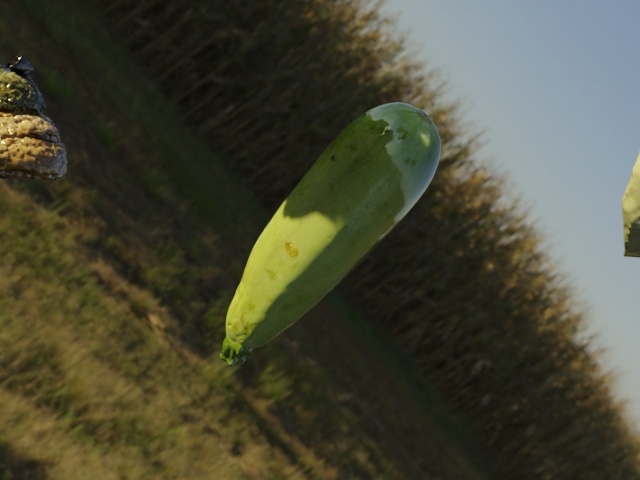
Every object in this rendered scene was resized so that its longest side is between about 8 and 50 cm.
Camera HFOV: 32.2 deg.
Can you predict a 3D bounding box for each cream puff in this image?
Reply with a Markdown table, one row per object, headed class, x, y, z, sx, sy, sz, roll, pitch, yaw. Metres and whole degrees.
| class | x | y | z | sx | sy | sz | roll | pitch | yaw |
| --- | --- | --- | --- | --- | --- | --- | --- | --- | --- |
| cream puff | -0.436 | -0.167 | 1.514 | 0.183 | 0.183 | 0.169 | -28 | 119 | -85 |

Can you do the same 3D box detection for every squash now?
| class | x | y | z | sx | sy | sz | roll | pitch | yaw |
| --- | --- | --- | --- | --- | --- | --- | --- | --- | --- |
| squash | -0.002 | -0.005 | 1.245 | 0.118 | 0.370 | 0.118 | 33 | 23 | -16 |

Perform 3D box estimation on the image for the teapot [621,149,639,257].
| class | x | y | z | sx | sy | sz | roll | pitch | yaw |
| --- | --- | --- | --- | --- | --- | --- | --- | --- | --- |
| teapot | 0.130 | -0.008 | 0.313 | 0.083 | 0.067 | 0.057 | 17 | -41 | 16 |
